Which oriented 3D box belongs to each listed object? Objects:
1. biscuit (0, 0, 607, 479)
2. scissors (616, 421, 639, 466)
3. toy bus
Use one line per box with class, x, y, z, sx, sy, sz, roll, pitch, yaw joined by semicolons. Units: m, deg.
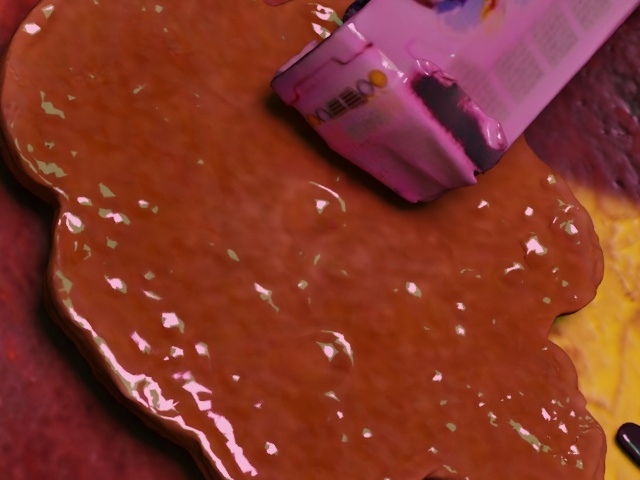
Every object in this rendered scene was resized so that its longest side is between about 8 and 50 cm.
biscuit;-0.001;0.001;0.944;0.376;0.051;0.269;45;66;3
scissors;0.244;0.163;0.966;0.220;0.017;0.088;37;71;2
toy bus;0.099;-0.134;0.955;0.112;0.090;0.274;49;57;-7
